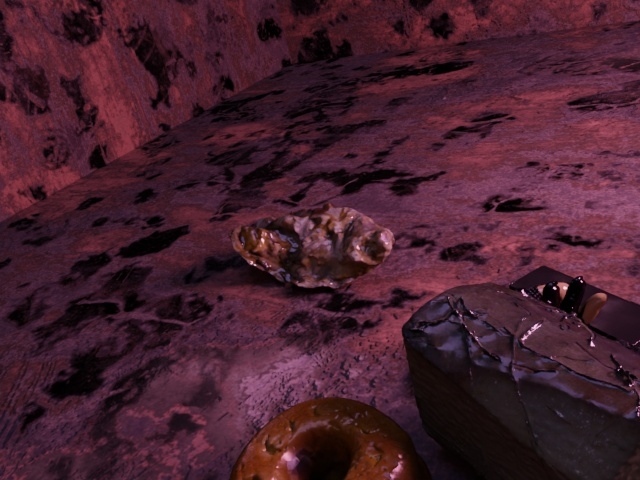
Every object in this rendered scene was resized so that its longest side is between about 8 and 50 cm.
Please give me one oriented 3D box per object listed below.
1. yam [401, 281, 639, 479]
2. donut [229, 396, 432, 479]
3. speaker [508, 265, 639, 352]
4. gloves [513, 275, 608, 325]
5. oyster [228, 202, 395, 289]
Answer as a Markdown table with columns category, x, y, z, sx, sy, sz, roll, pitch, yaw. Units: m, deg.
| category | x | y | z | sx | sy | sz | roll | pitch | yaw |
| --- | --- | --- | --- | --- | --- | --- | --- | --- | --- |
| yam | 0.249 | 0.172 | 0.625 | 0.201 | 0.202 | 0.271 | -25 | 31 | -20 |
| donut | 0.009 | 0.275 | 0.658 | 0.226 | 0.114 | 0.226 | -14 | 27 | 7 |
| speaker | 0.379 | 0.102 | 0.864 | 0.082 | 0.044 | 0.218 | -25 | 28 | -19 |
| gloves | 0.292 | 0.112 | 0.806 | 0.181 | 0.106 | 0.129 | -16 | -12 | 36 |
| oyster | 0.000 | -0.002 | 1.187 | 0.351 | 0.115 | 0.238 | 10 | 36 | 41 |
